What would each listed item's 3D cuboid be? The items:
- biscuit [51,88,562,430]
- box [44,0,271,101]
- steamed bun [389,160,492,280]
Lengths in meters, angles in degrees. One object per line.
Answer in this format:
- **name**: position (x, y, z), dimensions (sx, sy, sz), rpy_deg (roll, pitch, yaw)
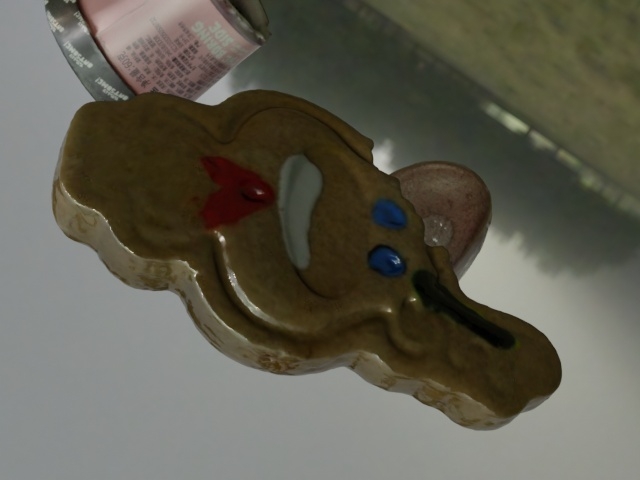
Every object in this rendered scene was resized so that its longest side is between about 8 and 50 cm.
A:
- **biscuit**: position (0.000, 0.007, 0.914), dimensions (0.319, 0.047, 0.183), rpy_deg (37, -128, 1)
- **box**: position (-0.123, -0.176, 1.252), dimensions (0.151, 0.135, 0.151), rpy_deg (51, -165, -19)
- **steamed bun**: position (0.075, 0.011, 1.397), dimensions (0.106, 0.175, 0.145), rpy_deg (36, 174, 9)
